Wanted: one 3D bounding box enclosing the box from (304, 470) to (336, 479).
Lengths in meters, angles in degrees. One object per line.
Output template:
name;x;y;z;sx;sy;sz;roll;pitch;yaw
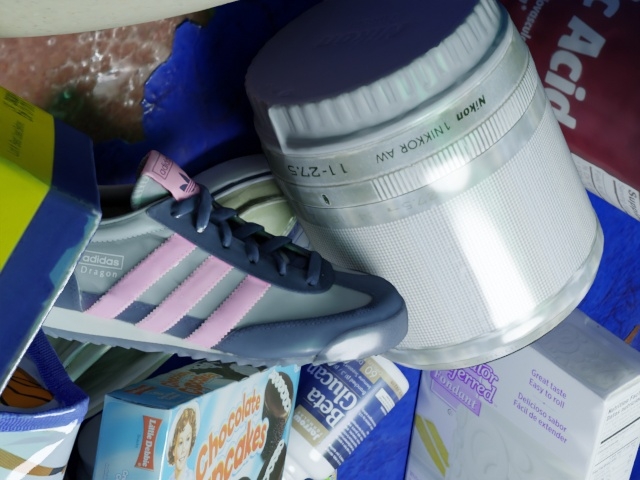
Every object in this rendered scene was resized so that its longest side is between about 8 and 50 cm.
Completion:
box;-0.022;0.290;1.479;0.054;0.059;0.169;-30;138;-31

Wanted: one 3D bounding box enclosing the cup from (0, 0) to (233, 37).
cup;-0.148;-0.236;0.717;0.237;0.331;0.331;-30;146;10

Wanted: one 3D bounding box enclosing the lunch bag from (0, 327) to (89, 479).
lunch bag;-0.372;0.186;0.854;0.385;0.239;0.327;3;118;-34

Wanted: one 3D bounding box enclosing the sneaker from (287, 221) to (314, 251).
sneaker;0.000;0.000;1.242;0.071;0.083;0.190;-2;119;-46

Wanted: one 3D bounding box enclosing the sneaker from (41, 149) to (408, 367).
sneaker;-0.087;0.008;1.005;0.319;0.112;0.131;7;110;-7

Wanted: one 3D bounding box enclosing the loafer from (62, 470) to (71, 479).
loafer;-0.220;0.223;1.159;0.267;0.096;0.084;84;16;-59

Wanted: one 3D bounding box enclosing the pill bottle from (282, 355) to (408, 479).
pill bottle;-0.002;0.172;1.373;0.169;0.094;0.094;-47;144;-10

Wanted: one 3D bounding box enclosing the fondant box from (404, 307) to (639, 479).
fondant box;0.216;0.212;1.533;0.096;0.238;0.330;-23;134;-35

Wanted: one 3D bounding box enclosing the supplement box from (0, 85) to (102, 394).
supplement box;-0.298;-0.036;0.620;0.356;0.194;0.195;30;96;-15

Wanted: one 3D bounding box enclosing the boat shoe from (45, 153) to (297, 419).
boat shoe;-0.117;0.043;1.131;0.302;0.094;0.109;-38;142;-21

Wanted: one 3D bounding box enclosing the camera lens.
camera lens;0.086;-0.052;1.122;0.219;0.219;0.274;-39;120;-20

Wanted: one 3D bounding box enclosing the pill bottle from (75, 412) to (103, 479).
pill bottle;-0.165;0.222;1.235;0.087;0.087;0.160;-34;141;-26

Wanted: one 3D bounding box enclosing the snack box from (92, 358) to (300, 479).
snack box;-0.101;0.197;1.166;0.322;0.060;0.187;-10;110;-73

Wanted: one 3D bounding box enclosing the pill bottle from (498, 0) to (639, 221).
pill bottle;0.291;-0.132;1.193;0.224;0.392;0.224;-30;138;-31
